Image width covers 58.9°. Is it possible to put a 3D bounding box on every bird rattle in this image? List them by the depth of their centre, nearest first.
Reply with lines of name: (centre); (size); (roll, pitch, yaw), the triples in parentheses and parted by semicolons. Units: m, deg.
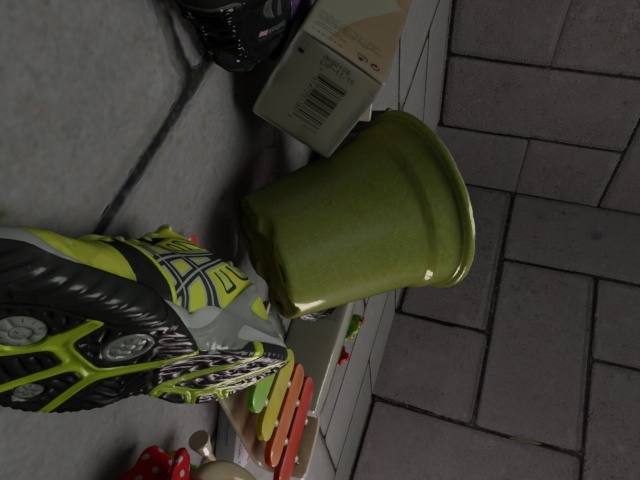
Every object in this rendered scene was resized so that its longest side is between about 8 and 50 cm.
bird rattle: (-0.125, 0.346, 0.662); (0.143, 0.253, 0.207); (-43, 169, 14)

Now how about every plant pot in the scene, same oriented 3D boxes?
plant pot: (0.032, -0.016, 0.811); (0.254, 0.276, 0.276); (-22, 138, -19)

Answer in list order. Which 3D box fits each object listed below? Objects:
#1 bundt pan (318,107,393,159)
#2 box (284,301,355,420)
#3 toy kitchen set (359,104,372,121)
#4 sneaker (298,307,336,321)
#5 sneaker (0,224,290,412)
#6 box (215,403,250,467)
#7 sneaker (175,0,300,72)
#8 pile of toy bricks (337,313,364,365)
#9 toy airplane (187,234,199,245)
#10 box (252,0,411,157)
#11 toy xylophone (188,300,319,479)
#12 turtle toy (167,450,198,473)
bundt pan: (0.065, -0.122, 1.193); (0.331, 0.124, 0.331); (12, 90, -76)
box: (-0.015, 0.229, 1.208); (0.094, 0.113, 0.275); (78, 29, -60)
toy kitchen set: (0.025, -0.313, 0.978); (0.207, 0.122, 0.166); (-94, -171, -66)
sneaker: (0.000, 0.000, 1.030); (0.109, 0.130, 0.286); (15, 107, -35)
sneaker: (-0.170, 0.057, 0.505); (0.147, 0.145, 0.384); (64, 11, 26)
box: (-0.126, 0.310, 0.998); (0.186, 0.038, 0.145); (-32, 132, -69)
sneaker: (-0.086, -0.233, 0.589); (0.283, 0.107, 0.124); (-44, 150, -65)
pile of toy bricks: (0.057, 0.201, 1.406); (0.118, 0.105, 0.212); (71, 32, -59)
toy airplane: (-0.165, 0.074, 0.677); (0.151, 0.028, 0.151); (7, 90, -72)
box: (0.030, -0.278, 0.792); (0.148, 0.121, 0.311); (-47, -163, 46)
toy xylophone: (-0.091, 0.261, 0.869); (0.323, 0.081, 0.236); (68, 26, -43)
turtle toy: (-0.189, 0.346, 0.734); (0.130, 0.066, 0.095); (-58, 155, -53)
